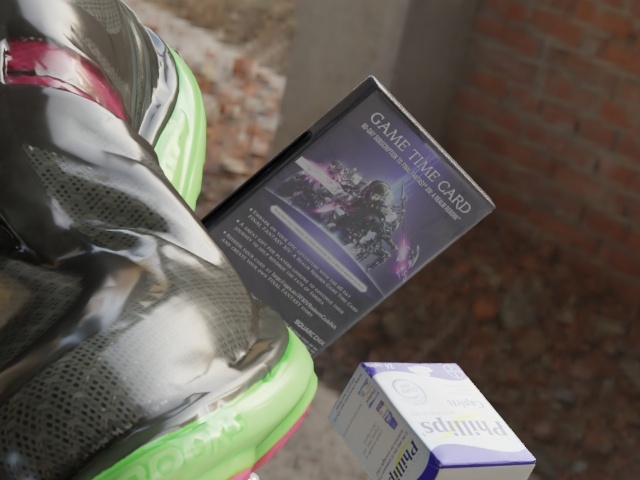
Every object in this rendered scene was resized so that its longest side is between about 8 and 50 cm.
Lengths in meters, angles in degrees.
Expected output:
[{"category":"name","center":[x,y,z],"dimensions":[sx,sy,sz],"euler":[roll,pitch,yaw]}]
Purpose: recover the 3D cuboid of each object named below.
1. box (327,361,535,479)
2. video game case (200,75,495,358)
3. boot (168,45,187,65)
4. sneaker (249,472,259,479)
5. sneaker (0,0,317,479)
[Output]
[{"category":"box","center":[0.099,0.176,1.519],"dimensions":[0.126,0.072,0.137],"euler":[4,35,-41]},{"category":"video game case","center":[0.000,0.000,1.552],"dimensions":[0.196,0.274,0.026],"euler":[42,11,-38]},{"category":"boot","center":[-0.219,-0.136,1.580],"dimensions":[0.223,0.118,0.338],"euler":[-19,1,-21]},{"category":"sneaker","center":[-0.104,0.275,1.061],"dimensions":[0.296,0.131,0.112],"euler":[-53,18,-24]},{"category":"sneaker","center":[-0.139,-0.012,0.676],"dimensions":[0.202,0.185,0.483],"euler":[50,5,-26]}]
